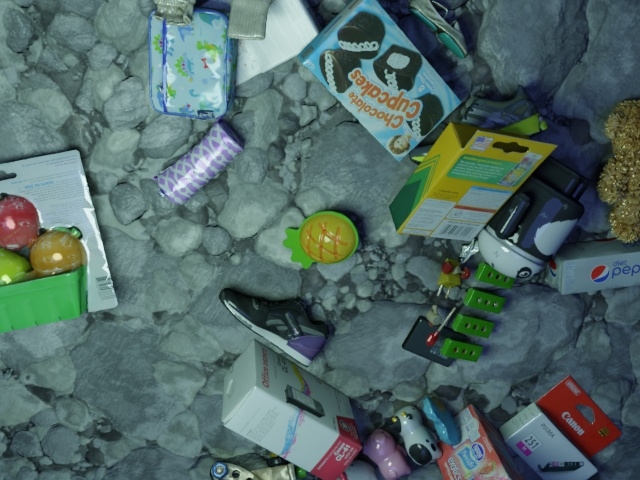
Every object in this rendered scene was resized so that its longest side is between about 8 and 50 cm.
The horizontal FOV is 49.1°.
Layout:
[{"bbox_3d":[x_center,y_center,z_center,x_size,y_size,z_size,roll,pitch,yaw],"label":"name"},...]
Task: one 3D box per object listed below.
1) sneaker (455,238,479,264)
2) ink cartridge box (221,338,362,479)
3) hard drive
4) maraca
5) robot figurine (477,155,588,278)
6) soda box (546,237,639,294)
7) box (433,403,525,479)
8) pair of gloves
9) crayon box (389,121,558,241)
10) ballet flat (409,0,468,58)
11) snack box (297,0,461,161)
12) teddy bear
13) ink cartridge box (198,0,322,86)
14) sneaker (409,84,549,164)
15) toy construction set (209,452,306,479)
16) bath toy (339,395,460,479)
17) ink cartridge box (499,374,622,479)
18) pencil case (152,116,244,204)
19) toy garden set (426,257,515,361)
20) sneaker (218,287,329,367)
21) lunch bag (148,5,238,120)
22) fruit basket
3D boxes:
[{"bbox_3d":[0.345,0.028,1.669,0.083,0.032,0.037,-43,86,13],"label":"sneaker"},{"bbox_3d":[-0.069,0.401,1.658,0.306,0.226,0.131,35,103,-18],"label":"ink cartridge box"},{"bbox_3d":[0.283,0.253,1.747,0.135,0.022,0.094,24,106,-15],"label":"hard drive"},{"bbox_3d":[0.000,0.000,1.585,0.186,0.099,0.127,-19,103,28],"label":"maraca"},{"bbox_3d":[0.477,-0.045,1.573,0.209,0.173,0.278,27,106,-16],"label":"robot figurine"},{"bbox_3d":[0.694,0.053,1.675,0.286,0.098,0.091,-7,112,-3],"label":"soda box"},{"bbox_3d":[0.396,0.568,1.731,0.154,0.300,0.142,-42,108,9],"label":"box"},{"bbox_3d":[-0.199,-0.491,1.330,0.240,0.042,0.204,13,78,6],"label":"pair of gloves"},{"bbox_3d":[0.310,-0.131,1.472,0.203,0.083,0.323,6,142,-25],"label":"crayon box"},{"bbox_3d":[0.259,-0.450,1.462,0.168,0.057,0.052,38,93,-18],"label":"ballet flat"},{"bbox_3d":[0.127,-0.332,1.453,0.187,0.060,0.322,-44,123,11],"label":"snack box"},{"bbox_3d":[0.740,-0.152,1.597,0.245,0.113,0.338,0,111,-9],"label":"teddy bear"},{"bbox_3d":[-0.130,-0.442,1.436,0.225,0.056,0.181,-22,113,23],"label":"ink cartridge box"},{"bbox_3d":[0.334,-0.242,1.534,0.300,0.111,0.121,-19,87,6],"label":"sneaker"},{"bbox_3d":[-0.138,0.683,1.782,0.237,0.257,0.309,-12,133,-14],"label":"toy construction set"},{"bbox_3d":[0.177,0.533,1.784,0.348,0.151,0.129,-41,135,16],"label":"bath toy"},{"bbox_3d":[0.654,0.527,1.873,0.239,0.060,0.275,-41,109,11],"label":"ink cartridge box"},{"bbox_3d":[-0.259,-0.166,1.502,0.206,0.086,0.088,-39,86,8],"label":"pencil case"},{"bbox_3d":[0.335,0.159,1.676,0.204,0.049,0.244,15,104,-29],"label":"toy garden set"},{"bbox_3d":[-0.104,0.171,1.649,0.283,0.107,0.124,37,88,-21],"label":"sneaker"},{"bbox_3d":[-0.260,-0.357,1.413,0.176,0.090,0.219,8,111,5],"label":"lunch bag"},{"bbox_3d":[-0.633,0.007,1.511,0.327,0.165,0.353,-12,96,-2],"label":"fruit basket"}]
